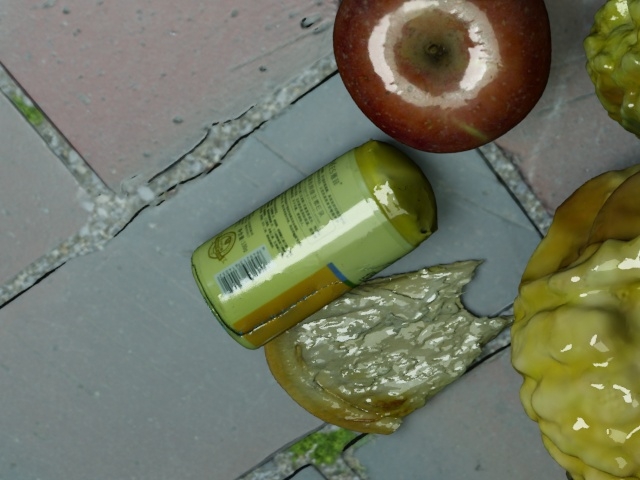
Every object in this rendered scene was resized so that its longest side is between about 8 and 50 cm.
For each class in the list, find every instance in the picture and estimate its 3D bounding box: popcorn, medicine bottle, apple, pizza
[{"bbox_3d":[0.350,-0.169,1.740,0.189,0.218,0.169,18,70,-25],"label":"popcorn"},{"bbox_3d":[0.356,0.083,1.752,0.381,0.349,0.349,-28,113,29],"label":"popcorn"},{"bbox_3d":[0.000,0.000,1.841,0.239,0.124,0.124,-31,111,13],"label":"medicine bottle"},{"bbox_3d":[0.112,-0.179,1.741,0.201,0.162,0.201,1,104,4],"label":"apple"},{"bbox_3d":[0.077,0.107,1.936,0.262,0.034,0.181,-18,113,8],"label":"pizza"}]
